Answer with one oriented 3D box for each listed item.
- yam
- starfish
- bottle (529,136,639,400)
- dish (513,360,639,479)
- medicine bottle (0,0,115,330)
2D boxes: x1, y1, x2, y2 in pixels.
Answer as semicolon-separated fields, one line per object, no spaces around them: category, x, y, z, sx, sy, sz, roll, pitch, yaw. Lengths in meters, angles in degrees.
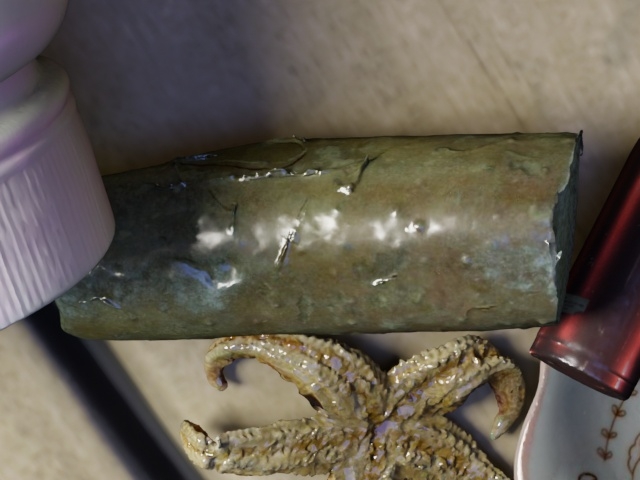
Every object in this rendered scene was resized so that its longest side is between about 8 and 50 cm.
yam;0.000;0.000;0.962;0.259;0.106;0.106;-1;112;14
starfish;0.033;0.109;1.034;0.210;0.053;0.150;29;109;-18
bottle;0.168;-0.003;0.986;0.060;0.060;0.164;29;85;-16
dish;0.217;0.104;1.021;0.229;0.081;0.229;-3;78;15
medicine bottle;-0.228;-0.146;0.817;0.213;0.213;0.378;-17;111;-1
